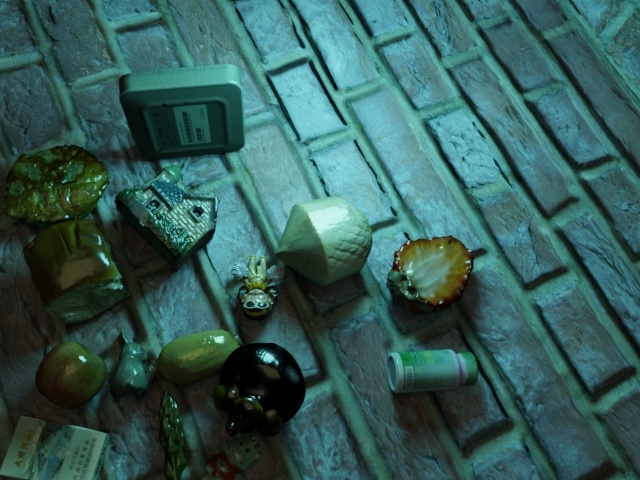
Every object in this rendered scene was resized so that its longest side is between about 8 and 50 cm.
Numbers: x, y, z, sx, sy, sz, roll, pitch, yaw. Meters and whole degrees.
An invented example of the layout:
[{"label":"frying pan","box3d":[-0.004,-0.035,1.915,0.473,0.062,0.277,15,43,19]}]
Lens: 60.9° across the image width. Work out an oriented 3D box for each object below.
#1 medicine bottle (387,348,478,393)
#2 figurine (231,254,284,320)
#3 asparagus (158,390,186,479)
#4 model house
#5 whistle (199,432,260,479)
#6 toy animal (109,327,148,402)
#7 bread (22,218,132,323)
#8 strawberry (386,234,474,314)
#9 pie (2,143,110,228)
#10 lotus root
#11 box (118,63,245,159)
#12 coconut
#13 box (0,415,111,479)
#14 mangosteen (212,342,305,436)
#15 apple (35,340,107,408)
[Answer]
[{"label":"medicine bottle","box3d":[0.364,0.422,1.764,0.274,0.133,0.133,-1,68,-6]},{"label":"figurine","box3d":[-0.212,0.150,1.820,0.174,0.116,0.240,2,62,-8]},{"label":"asparagus","box3d":[-0.444,0.596,1.635,0.080,0.080,0.287,-11,78,-11]},{"label":"model house","box3d":[-0.488,-0.101,1.828,0.298,0.243,0.284,46,65,0]},{"label":"whistle","box3d":[-0.284,0.673,1.611,0.253,0.106,0.102,-39,36,-18]},{"label":"toy animal","box3d":[-0.583,0.381,1.689,0.108,0.138,0.236,13,49,-22]},{"label":"bread","box3d":[-0.776,0.089,1.722,0.250,0.225,0.279,-26,69,-17]},{"label":"strawberry","box3d":[0.383,0.121,1.892,0.336,0.149,0.265,-32,68,-28]},{"label":"pie","box3d":[-0.913,-0.186,1.884,0.354,0.103,0.288,-21,71,-18]},{"label":"lotus root","box3d":[-0.391,0.366,1.703,0.303,0.131,0.146,-17,70,-12]},{"label":"box","box3d":[-0.461,-0.429,1.874,0.396,0.396,0.111,-9,66,-9]},{"label":"coconut","box3d":[0.000,0.000,1.821,0.329,0.329,0.329,2,68,-5]},{"label":"box","box3d":[-0.770,0.623,1.590,0.256,0.069,0.164,12,67,-2]},{"label":"mangosteen","box3d":[-0.191,0.449,1.625,0.287,0.233,0.287,2,86,-25]},{"label":"apple","box3d":[-0.741,0.402,1.620,0.188,0.188,0.174,32,73,7]}]
